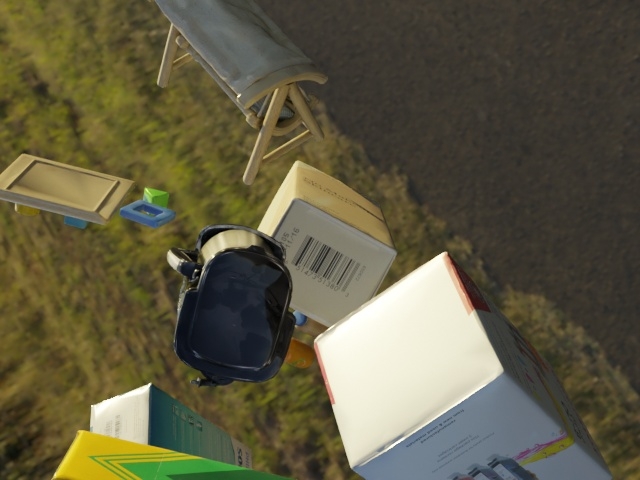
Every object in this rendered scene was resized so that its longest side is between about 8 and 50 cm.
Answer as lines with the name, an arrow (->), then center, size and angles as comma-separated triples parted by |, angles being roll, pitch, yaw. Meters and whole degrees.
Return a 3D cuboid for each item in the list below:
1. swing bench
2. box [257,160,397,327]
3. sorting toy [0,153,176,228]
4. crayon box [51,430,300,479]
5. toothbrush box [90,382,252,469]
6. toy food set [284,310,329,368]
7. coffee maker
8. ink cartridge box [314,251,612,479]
swing bench -> -0.124, -0.267, 1.719 | 0.253, 0.165, 0.255 | 50, 162, 19
box -> 0.000, 0.000, 1.451 | 0.148, 0.121, 0.311 | 27, -169, -8
sorting toy -> -0.382, -0.066, 1.657 | 0.196, 0.347, 0.047 | -76, 0, -71
crayon box -> -0.154, 0.414, 1.242 | 0.106, 0.313, 0.363 | -83, 6, -66
toothbrush box -> -0.235, 0.397, 1.818 | 0.295, 0.126, 0.216 | 43, -147, -46
toy food set -> 0.040, 0.140, 1.687 | 0.232, 0.111, 0.104 | 2, 165, 31
coffee maker -> -0.081, 0.078, 1.093 | 0.178, 0.120, 0.171 | -121, 23, -80
ink cartridge box -> 0.105, 0.126, 0.832 | 0.176, 0.127, 0.128 | 44, -163, -39
